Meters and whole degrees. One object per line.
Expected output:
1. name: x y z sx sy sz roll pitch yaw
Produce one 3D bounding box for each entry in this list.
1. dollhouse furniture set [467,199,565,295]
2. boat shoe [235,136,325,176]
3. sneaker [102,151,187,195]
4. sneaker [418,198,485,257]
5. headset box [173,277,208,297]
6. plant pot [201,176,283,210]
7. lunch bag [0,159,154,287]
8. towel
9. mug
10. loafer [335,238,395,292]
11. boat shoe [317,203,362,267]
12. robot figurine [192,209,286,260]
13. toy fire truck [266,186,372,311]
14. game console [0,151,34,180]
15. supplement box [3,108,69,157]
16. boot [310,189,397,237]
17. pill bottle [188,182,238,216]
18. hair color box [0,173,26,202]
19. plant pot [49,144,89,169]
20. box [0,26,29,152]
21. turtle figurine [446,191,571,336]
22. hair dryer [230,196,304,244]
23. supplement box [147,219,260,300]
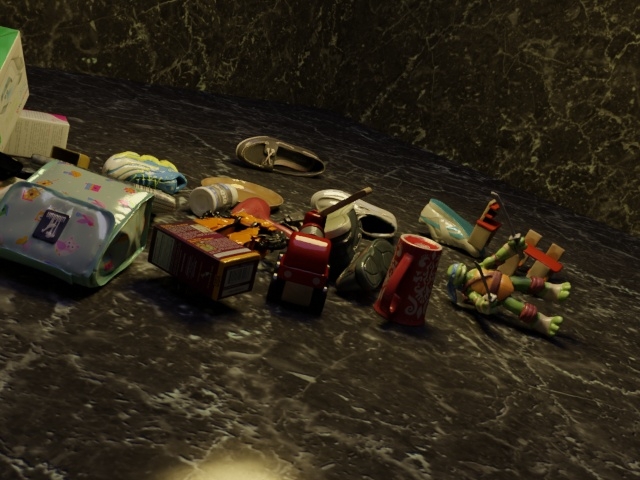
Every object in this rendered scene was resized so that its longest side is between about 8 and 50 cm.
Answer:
1. dollhouse furniture set: 0.555 0.011 2.172 0.259 0.135 0.262 34 23 17
2. boat shoe: -0.127 -0.283 2.664 0.335 0.112 0.095 6 14 -39
3. sneaker: -0.448 -0.173 2.051 0.126 0.091 0.240 27 19 32
4. sneaker: 0.393 -0.021 2.324 0.229 0.092 0.087 45 26 22
5. headset box: -0.233 0.084 1.503 0.083 0.032 0.062 4 20 -30
6. plant pot: -0.223 -0.126 2.202 0.236 0.032 0.236 13 17 -4
7. lunch bag: -0.461 -0.021 1.438 0.223 0.160 0.262 20 28 5
8. towel: -0.495 -0.122 1.747 0.312 0.056 0.324 17 0 -19
9. mug: 0.189 0.086 1.630 0.113 0.169 0.150 16 16 -1
10. loafer: 0.105 0.060 1.792 0.084 0.096 0.267 -21 3 22
11. boat shoe: 0.043 -0.015 1.881 0.127 0.113 0.340 -20 12 0
12. robot figurine: -0.203 0.003 1.705 0.211 0.085 0.291 21 18 19
13. toy fire truck: 0.000 0.000 1.606 0.159 0.246 0.217 14 16 -1
14. game console: -0.670 -0.152 1.624 0.213 0.044 0.361 19 -9 -24
15. supplement box: -0.796 -0.289 2.086 0.220 0.114 0.111 6 18 -25
16. boot: 0.097 -0.075 2.200 0.258 0.095 0.123 15 10 -3
17. pill bottle: -0.273 -0.107 2.014 0.078 0.078 0.137 20 18 17
18. hair color box: -0.681 -0.040 1.371 0.185 0.113 0.374 15 16 0
19. plant pot: -0.630 -0.188 1.970 0.082 0.081 0.083 18 5 11
20. box: -0.809 -0.344 1.860 0.127 0.231 0.262 12 55 -6
21. turtle figurine: 0.433 0.091 1.747 0.266 0.274 0.198 24 32 -2
22. hair dryer: -0.114 -0.043 1.942 0.294 0.080 0.223 4 21 -33
23. supplement box: -0.222 0.033 1.475 0.188 0.080 0.104 25 21 30
